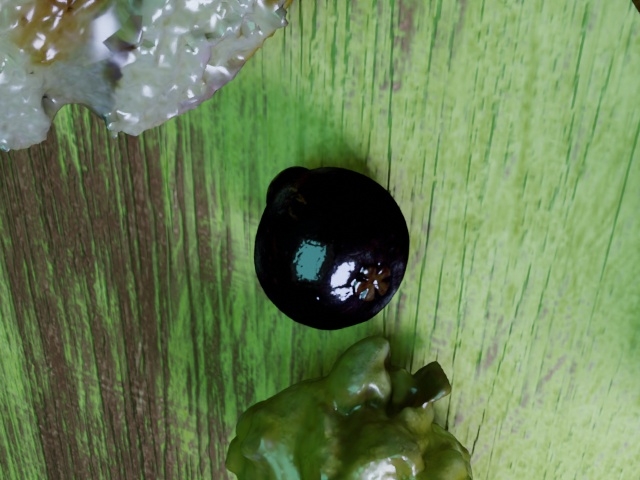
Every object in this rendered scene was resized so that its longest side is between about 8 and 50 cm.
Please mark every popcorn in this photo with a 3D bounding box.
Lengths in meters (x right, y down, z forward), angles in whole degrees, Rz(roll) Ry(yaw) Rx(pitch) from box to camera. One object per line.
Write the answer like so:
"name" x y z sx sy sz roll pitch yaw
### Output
"popcorn" 0.036 0.216 0.737 0.233 0.192 0.266 29 105 32

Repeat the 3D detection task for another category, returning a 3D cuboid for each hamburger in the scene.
"hamburger" -0.133 -0.302 0.468 0.287 0.268 0.445 53 138 33

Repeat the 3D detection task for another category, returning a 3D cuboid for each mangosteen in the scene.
"mangosteen" 0.000 0.000 0.663 0.151 0.137 0.137 42 140 49

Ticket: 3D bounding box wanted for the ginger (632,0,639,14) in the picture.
"ginger" 0.225 -0.160 0.460 0.162 0.073 0.103 50 130 -6
